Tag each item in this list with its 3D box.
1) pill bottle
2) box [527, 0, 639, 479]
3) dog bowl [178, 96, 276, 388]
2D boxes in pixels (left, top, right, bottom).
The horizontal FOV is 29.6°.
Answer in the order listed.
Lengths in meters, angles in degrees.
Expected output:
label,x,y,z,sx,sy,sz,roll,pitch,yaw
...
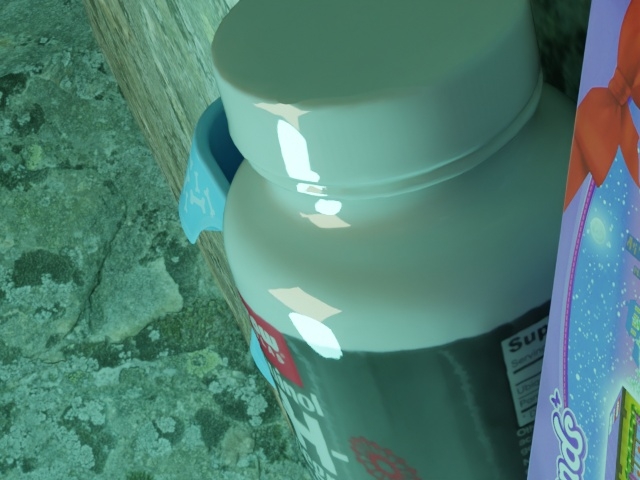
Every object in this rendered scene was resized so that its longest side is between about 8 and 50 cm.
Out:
label,x,y,z,sx,sy,sz,roll,pitch,yaw
pill bottle,0.056,0.027,0.576,0.176,0.176,0.318,53,165,51
box,0.145,0.079,0.378,0.201,0.057,0.293,-127,30,-50
dog bowl,0.005,-0.010,0.837,0.074,0.166,0.297,90,155,-44
